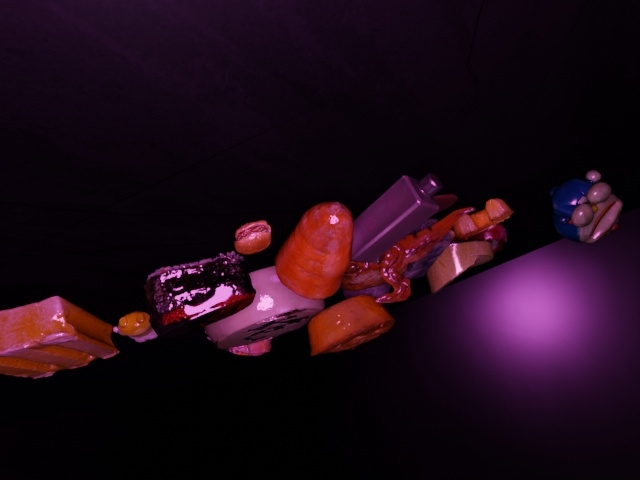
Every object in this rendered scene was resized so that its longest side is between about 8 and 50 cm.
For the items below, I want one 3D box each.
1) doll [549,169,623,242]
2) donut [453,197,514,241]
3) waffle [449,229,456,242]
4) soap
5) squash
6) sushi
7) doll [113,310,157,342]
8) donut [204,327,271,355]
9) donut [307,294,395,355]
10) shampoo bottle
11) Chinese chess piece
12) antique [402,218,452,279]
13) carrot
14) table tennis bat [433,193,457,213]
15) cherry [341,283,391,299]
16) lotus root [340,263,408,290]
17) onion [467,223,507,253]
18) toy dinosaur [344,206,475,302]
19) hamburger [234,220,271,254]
[{"bbox_3d":[0.844,-0.104,1.333,0.322,0.186,0.198,29,99,-45],"label":"doll"},{"bbox_3d":[0.475,-0.061,1.235,0.181,0.078,0.146,-31,161,14],"label":"donut"},{"bbox_3d":[0.336,0.029,1.373,0.250,0.056,0.261,-26,163,22],"label":"waffle"},{"bbox_3d":[-0.586,0.219,0.893,0.199,0.091,0.315,-17,161,-13],"label":"soap"},{"bbox_3d":[0.425,0.070,1.256,0.220,0.133,0.220,-12,162,-4],"label":"squash"},{"bbox_3d":[-0.260,0.113,0.889,0.225,0.126,0.136,-19,161,-22],"label":"sushi"},{"bbox_3d":[-0.466,0.223,1.072,0.106,0.062,0.162,-11,160,-13],"label":"doll"},{"bbox_3d":[-0.253,0.304,1.375,0.233,0.199,0.085,8,106,-58],"label":"donut"},{"bbox_3d":[0.081,0.251,1.220,0.278,0.108,0.277,-21,158,-9],"label":"donut"},{"bbox_3d":[0.150,-0.049,0.871,0.079,0.080,0.246,8,140,-44],"label":"shampoo bottle"},{"bbox_3d":[-0.155,0.191,1.175,0.349,0.146,0.349,-19,162,-6],"label":"Chinese chess piece"},{"bbox_3d":[0.286,0.022,1.183,0.086,0.088,0.183,-8,142,-32],"label":"antique"},{"bbox_3d":[0.000,0.000,0.841,0.159,0.159,0.225,-11,145,-26],"label":"carrot"},{"bbox_3d":[0.219,-0.070,1.018,0.274,0.021,0.154,-10,163,-30],"label":"table tennis bat"},{"bbox_3d":[0.145,0.131,1.338,0.176,0.140,0.176,-17,137,-16],"label":"cherry"},{"bbox_3d":[0.118,0.069,1.146,0.260,0.128,0.145,-16,150,-6],"label":"lotus root"},{"bbox_3d":[0.565,-0.010,1.406,0.131,0.131,0.131,-18,162,-6],"label":"onion"},{"bbox_3d":[0.192,0.055,1.040,0.432,0.208,0.097,-10,179,-9],"label":"toy dinosaur"},{"bbox_3d":[-0.131,-0.004,0.806,0.076,0.044,0.083,-16,164,-9],"label":"hamburger"}]
